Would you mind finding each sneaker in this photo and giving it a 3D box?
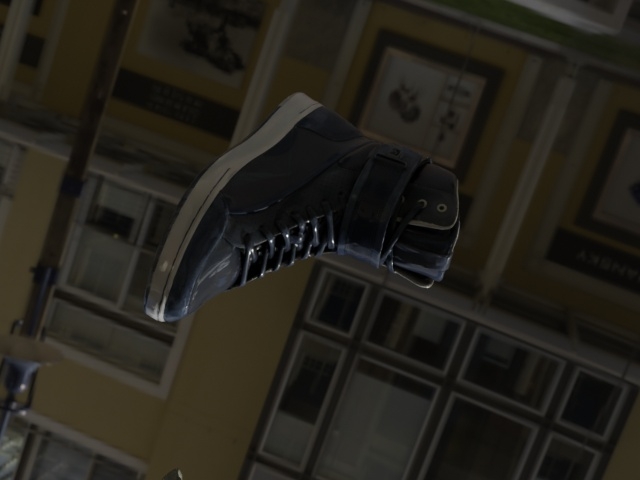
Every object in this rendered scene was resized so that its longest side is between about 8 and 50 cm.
[{"bbox_3d":[0.001,-0.002,0.633,0.163,0.086,0.226,29,-130,11],"label":"sneaker"}]

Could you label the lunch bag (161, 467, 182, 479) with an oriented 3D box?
[{"bbox_3d":[-0.102,0.335,0.595,0.287,0.235,0.169,62,167,-23],"label":"lunch bag"}]
